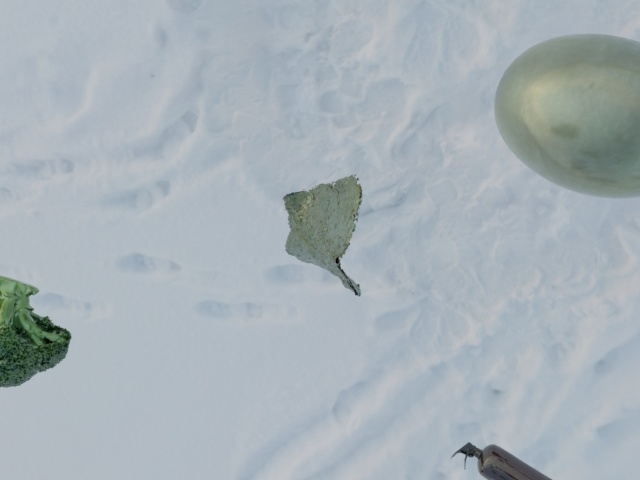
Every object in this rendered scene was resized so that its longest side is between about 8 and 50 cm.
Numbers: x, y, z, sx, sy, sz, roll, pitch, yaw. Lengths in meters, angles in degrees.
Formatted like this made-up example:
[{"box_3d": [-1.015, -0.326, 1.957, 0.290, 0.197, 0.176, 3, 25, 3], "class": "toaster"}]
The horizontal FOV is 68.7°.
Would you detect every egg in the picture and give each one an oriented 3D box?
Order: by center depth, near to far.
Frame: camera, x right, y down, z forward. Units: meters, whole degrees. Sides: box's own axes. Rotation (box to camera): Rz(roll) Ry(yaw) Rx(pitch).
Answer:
[{"box_3d": [0.473, -0.214, 0.815, 0.352, 0.258, 0.258, 40, 126, 25], "class": "egg"}]

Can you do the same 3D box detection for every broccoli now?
[{"box_3d": [-0.463, 0.132, 0.677, 0.195, 0.195, 0.156, 11, 77, 15], "class": "broccoli"}]

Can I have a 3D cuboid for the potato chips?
[{"box_3d": [0.007, -0.003, 0.604, 0.167, 0.059, 0.228, 50, 158, 31], "class": "potato chips"}]

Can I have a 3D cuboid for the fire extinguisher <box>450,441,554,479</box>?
[{"box_3d": [0.399, 0.487, 0.936, 0.267, 0.089, 0.072, 27, 130, 24], "class": "fire extinguisher"}]
